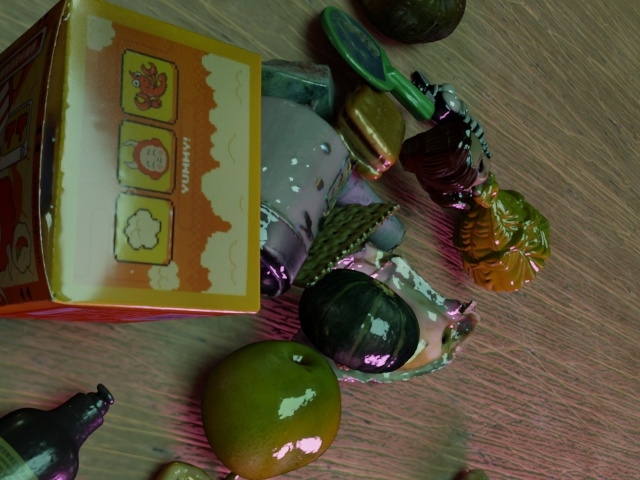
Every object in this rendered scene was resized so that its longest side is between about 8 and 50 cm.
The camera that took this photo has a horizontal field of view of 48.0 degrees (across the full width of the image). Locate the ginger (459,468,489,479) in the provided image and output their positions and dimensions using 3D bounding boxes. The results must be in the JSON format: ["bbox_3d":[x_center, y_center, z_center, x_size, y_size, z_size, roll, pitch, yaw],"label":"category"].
[{"bbox_3d":[0.198,0.507,1.138,0.334,0.081,0.147,-27,97,-42],"label":"ginger"}]

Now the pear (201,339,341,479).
[{"bbox_3d":[-0.068,0.231,0.905,0.180,0.166,0.216,1,114,-54],"label":"pear"}]

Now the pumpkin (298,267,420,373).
[{"bbox_3d":[0.049,0.107,0.944,0.125,0.167,0.167,-44,120,7],"label":"pumpkin"}]

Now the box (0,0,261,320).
[{"bbox_3d":[-0.223,-0.052,0.710,0.214,0.284,0.259,7,79,-42],"label":"box"}]

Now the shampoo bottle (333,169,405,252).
[{"bbox_3d":[0.045,-0.070,1.102,0.214,0.072,0.072,46,56,-27],"label":"shampoo bottle"}]

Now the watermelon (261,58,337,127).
[{"bbox_3d":[-0.028,-0.230,1.076,0.180,0.081,0.094,9,52,-46],"label":"watermelon"}]

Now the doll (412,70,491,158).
[{"bbox_3d":[0.241,-0.222,1.300,0.219,0.067,0.091,37,34,-31],"label":"doll"}]

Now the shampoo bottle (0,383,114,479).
[{"bbox_3d":[-0.317,0.239,0.703,0.284,0.101,0.101,-40,110,-38],"label":"shampoo bottle"}]

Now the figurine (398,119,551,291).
[{"bbox_3d":[0.261,-0.074,1.181,0.187,0.168,0.315,-60,137,-19],"label":"figurine"}]

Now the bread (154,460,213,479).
[{"bbox_3d":[-0.174,0.323,0.849,0.082,0.056,0.115,30,50,-15],"label":"bread"}]

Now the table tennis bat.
[{"bbox_3d":[0.094,-0.279,1.156,0.257,0.039,0.160,37,32,-29],"label":"table tennis bat"}]

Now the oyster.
[{"bbox_3d":[0.098,0.123,1.097,0.275,0.100,0.271,-40,111,-18],"label":"oyster"}]

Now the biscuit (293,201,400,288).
[{"bbox_3d":[0.000,-0.001,0.999,0.203,0.144,0.016,-42,124,-36],"label":"biscuit"}]

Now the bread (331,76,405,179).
[{"bbox_3d":[0.074,-0.176,1.105,0.116,0.077,0.200,44,27,-12],"label":"bread"}]

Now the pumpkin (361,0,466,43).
[{"bbox_3d":[0.161,-0.441,1.202,0.219,0.162,0.218,3,86,-42],"label":"pumpkin"}]

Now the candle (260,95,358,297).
[{"bbox_3d":[-0.059,-0.089,0.928,0.187,0.187,0.330,44,59,-28],"label":"candle"}]
